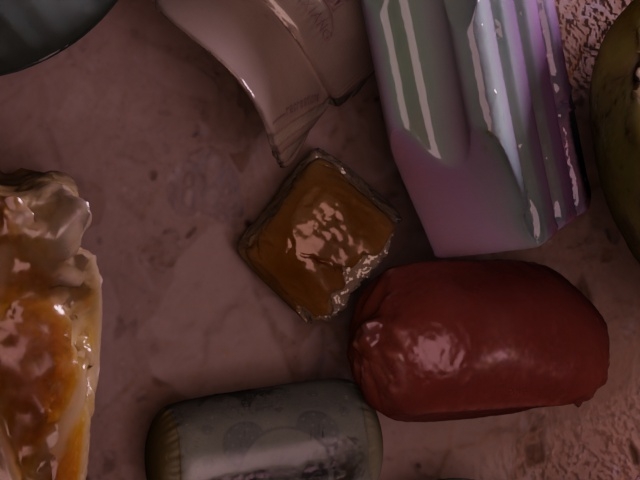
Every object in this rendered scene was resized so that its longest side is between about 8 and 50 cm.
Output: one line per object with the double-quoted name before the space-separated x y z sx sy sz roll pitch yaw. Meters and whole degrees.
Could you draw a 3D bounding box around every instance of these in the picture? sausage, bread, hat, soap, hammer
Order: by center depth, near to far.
"bread" -0.359 0.121 1.425 0.371 0.279 0.390 5 98 -14
"hat" -0.022 -0.190 1.519 0.164 0.226 0.219 -34 108 13
"soap" 0.122 -0.152 1.555 0.109 0.193 0.323 -6 102 26
"bread" 0.001 -0.001 1.603 0.106 0.082 0.125 40 89 -22
"sausage" 0.129 0.084 1.607 0.254 0.148 0.148 -3 98 -38
"hammer" -0.040 0.273 1.621 0.202 0.113 0.305 -7 104 -11

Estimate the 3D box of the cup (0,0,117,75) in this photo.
"cup" -0.297 -0.323 1.321 0.310 0.392 0.401 -23 90 -1

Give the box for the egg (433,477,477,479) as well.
"egg" 0.103 0.265 1.647 0.152 0.114 0.114 -17 101 -8

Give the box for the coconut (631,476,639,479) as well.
"coconut" 0.297 0.316 1.655 0.230 0.227 0.227 -22 102 -10

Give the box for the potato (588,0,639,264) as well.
"potato" 0.340 -0.081 1.642 0.330 0.213 0.280 -22 77 -33
